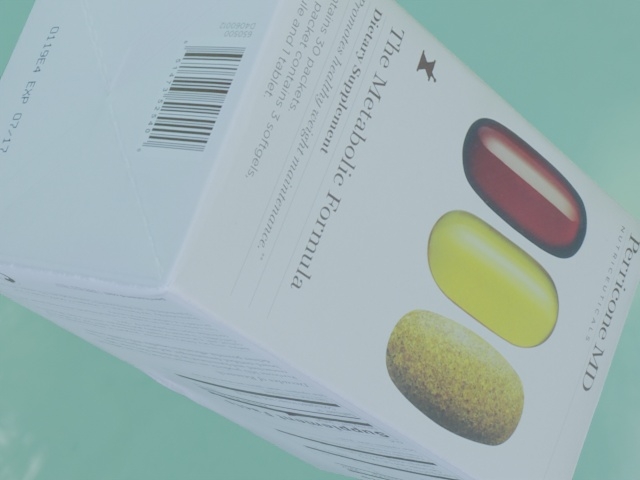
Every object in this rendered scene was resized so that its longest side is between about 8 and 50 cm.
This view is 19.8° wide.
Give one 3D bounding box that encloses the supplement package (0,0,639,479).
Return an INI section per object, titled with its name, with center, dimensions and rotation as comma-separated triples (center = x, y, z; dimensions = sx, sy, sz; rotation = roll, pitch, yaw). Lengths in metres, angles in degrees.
[supplement package]
center = 0.000, 0.000, 0.708
dimensions = 0.134, 0.139, 0.244
rotation = 8, 161, 43
